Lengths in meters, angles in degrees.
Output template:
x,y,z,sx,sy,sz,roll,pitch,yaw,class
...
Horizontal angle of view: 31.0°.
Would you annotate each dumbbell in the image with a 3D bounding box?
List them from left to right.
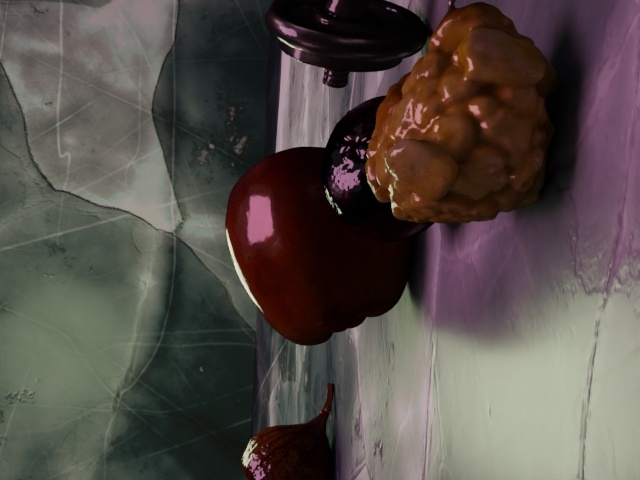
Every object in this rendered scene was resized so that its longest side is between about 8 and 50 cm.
x,y,z,sx,sy,sz,roll,pitch,yaw,class
0.038,-0.307,1.284,0.192,0.192,0.289,-101,18,-61,dumbbell

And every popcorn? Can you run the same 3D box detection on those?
x,y,z,sx,sy,sz,roll,pitch,yaw,class
0.112,-0.078,0.889,0.194,0.140,0.163,121,161,-51,popcorn

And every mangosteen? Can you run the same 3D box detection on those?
x,y,z,sx,sy,sz,roll,pitch,yaw,class
0.077,-0.070,1.161,0.152,0.153,0.152,-177,90,-82,mangosteen

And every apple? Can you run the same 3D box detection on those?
x,y,z,sx,sy,sz,roll,pitch,yaw,class
0.002,0.000,1.344,0.234,0.234,0.234,-177,90,-82,apple

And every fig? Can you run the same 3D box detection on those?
x,y,z,sx,sy,sz,roll,pitch,yaw,class
-0.021,0.331,1.843,0.201,0.146,0.134,-48,16,1,fig
